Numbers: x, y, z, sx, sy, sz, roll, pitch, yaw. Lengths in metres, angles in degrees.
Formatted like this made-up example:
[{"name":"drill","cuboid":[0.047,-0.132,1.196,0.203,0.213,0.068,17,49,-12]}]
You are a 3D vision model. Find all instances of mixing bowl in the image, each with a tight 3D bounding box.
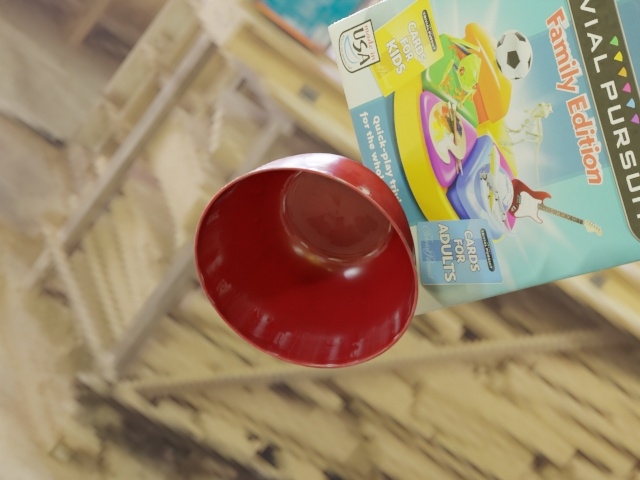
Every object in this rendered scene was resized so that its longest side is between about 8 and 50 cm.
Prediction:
[{"name":"mixing bowl","cuboid":[0.000,0.000,1.355,0.181,0.181,0.098,37,34,-6]}]

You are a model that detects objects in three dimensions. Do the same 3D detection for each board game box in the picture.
[{"name":"board game box","cuboid":[0.164,-0.095,1.316,0.079,0.336,0.254,-13,87,-39]}]
